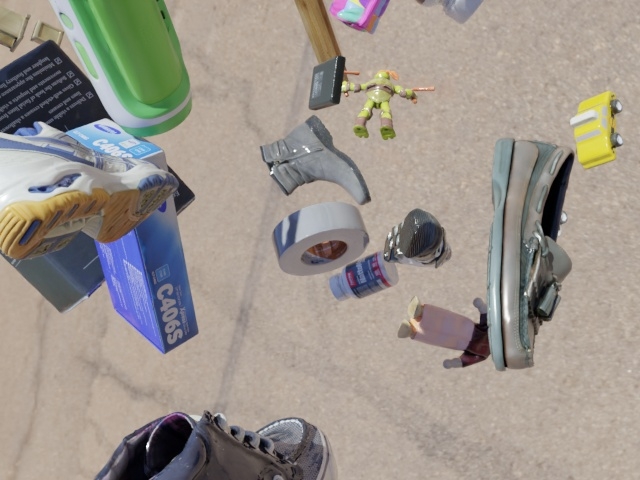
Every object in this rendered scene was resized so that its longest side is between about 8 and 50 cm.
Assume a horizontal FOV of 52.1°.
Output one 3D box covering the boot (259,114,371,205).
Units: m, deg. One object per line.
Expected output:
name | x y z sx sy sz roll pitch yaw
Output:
boot | -0.018 -0.193 1.968 0.223 0.118 0.338 -35 73 -8

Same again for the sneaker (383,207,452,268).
sneaker | 0.263 0.004 1.586 0.330 0.146 0.122 146 136 -81

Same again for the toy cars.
toy cars | 0.582 -0.184 1.556 0.393 0.087 0.176 -59 30 13

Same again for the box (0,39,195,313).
box | -0.495 -0.112 1.232 0.395 0.293 0.212 49 145 -11

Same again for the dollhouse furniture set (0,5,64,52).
dollhouse furniture set | -0.665 -0.396 1.378 0.101 0.182 0.160 -9 66 53

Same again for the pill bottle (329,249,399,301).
pill bottle | 0.121 0.107 1.860 0.180 0.108 0.108 -25 68 22

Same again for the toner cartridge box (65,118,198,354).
toner cartridge box | -0.290 -0.001 1.033 0.165 0.075 0.347 29 135 36

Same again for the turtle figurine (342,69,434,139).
turtle figurine | 0.166 -0.371 1.717 0.087 0.270 0.217 103 176 -63

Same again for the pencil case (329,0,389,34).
pencil case | 0.106 -0.489 1.165 0.104 0.104 0.236 49 121 36

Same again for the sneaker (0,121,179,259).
sneaker | -0.253 -0.071 0.683 0.112 0.296 0.131 -44 86 10

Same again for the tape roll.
tape roll | 0.000 0.000 1.513 0.219 0.219 0.072 -38 56 35

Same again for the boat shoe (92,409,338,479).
boat shoe | -0.078 0.206 0.592 0.127 0.340 0.158 -15 98 14

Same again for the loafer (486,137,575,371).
loafer | 0.209 0.000 0.639 0.084 0.096 0.267 -1 54 19

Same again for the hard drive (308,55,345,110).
hard drive | 0.012 -0.321 1.344 0.135 0.022 0.094 -165 82 -69

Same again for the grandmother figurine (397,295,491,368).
grandmother figurine | 0.391 0.248 1.736 0.104 0.342 0.207 -94 27 -66

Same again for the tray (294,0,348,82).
tray | -0.020 -0.653 1.835 0.076 0.411 0.202 -18 49 9

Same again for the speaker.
speaker | -0.262 -0.280 0.839 0.131 0.131 0.296 44 159 38

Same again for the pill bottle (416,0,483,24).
pill bottle | 0.260 -0.744 1.669 0.224 0.392 0.224 -55 7 11
